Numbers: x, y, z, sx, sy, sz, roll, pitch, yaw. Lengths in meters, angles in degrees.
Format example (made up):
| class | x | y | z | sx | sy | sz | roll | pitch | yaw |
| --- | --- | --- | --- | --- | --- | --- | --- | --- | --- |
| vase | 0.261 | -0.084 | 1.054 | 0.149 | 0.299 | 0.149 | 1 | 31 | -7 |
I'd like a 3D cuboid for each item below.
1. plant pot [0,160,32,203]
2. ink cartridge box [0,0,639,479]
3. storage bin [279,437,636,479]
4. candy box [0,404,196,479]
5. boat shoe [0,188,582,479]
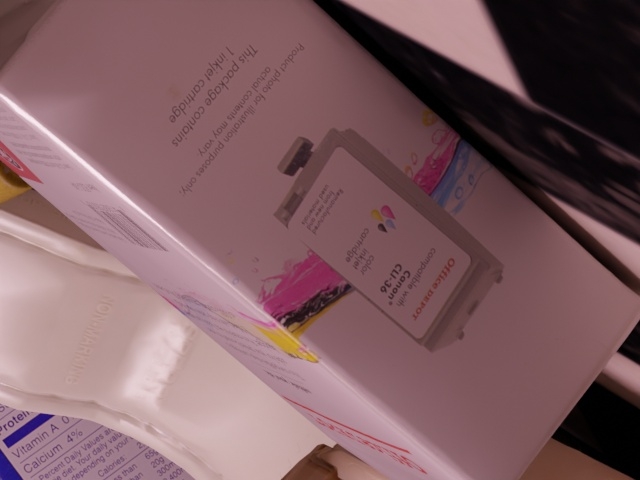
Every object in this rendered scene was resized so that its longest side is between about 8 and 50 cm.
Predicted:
| class | x | y | z | sx | sy | sz | roll | pitch | yaw |
| --- | --- | --- | --- | --- | --- | --- | --- | --- | --- |
| plant pot | -0.125 | -0.055 | 0.574 | 0.095 | 0.134 | 0.134 | 8 | 162 | 17 |
| ink cartridge box | 0.000 | 0.000 | 0.499 | 0.198 | 0.067 | 0.115 | 42 | 170 | -19 |
| storage bin | 0.089 | 0.212 | 0.625 | 0.262 | 0.123 | 0.260 | 26 | 132 | 22 |
| candy box | -0.130 | 0.077 | 0.996 | 0.317 | 0.122 | 0.268 | 56 | 168 | -9 |
| boat shoe | -0.025 | 0.037 | 0.708 | 0.305 | 0.109 | 0.091 | 27 | -146 | -11 |
